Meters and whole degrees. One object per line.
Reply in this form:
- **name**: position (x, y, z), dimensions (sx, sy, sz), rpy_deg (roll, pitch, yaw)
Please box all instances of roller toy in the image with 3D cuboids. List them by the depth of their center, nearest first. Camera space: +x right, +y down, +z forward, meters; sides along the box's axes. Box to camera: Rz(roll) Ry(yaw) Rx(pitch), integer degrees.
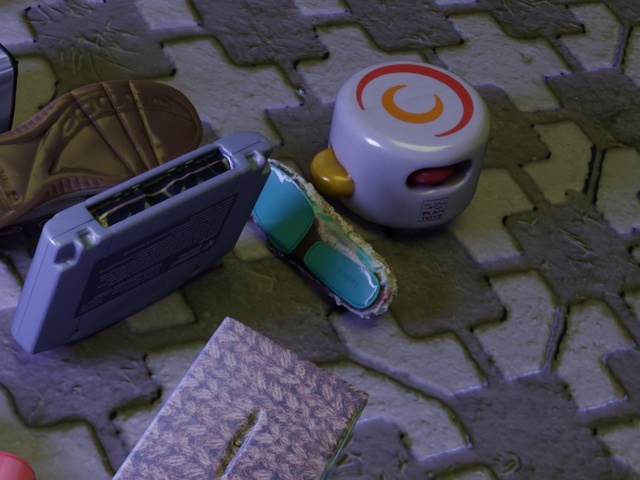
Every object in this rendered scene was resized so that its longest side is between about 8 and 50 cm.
- **roller toy**: position (0.104, -0.112, 1.827), dimensions (0.191, 0.146, 0.209), rpy_deg (21, 44, 13)

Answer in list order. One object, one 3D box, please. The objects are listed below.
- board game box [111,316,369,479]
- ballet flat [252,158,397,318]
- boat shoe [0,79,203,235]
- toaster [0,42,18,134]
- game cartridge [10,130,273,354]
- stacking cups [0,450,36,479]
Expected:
- **board game box**: position (-0.104, 0.256, 1.263), dimensions (0.141, 0.291, 0.232), rpy_deg (29, 42, 5)
- **ballet flat**: position (0.000, 0.000, 1.734), dimensions (0.241, 0.091, 0.077), rpy_deg (49, 18, 19)
- **boat shoe**: position (-0.291, -0.077, 1.633), dimensions (0.342, 0.123, 0.123), rpy_deg (-28, 88, -30)
- **toaster**: position (-0.416, -0.162, 1.634), dimensions (0.110, 0.168, 0.185), rpy_deg (-28, 62, -38)
- **game cartridge**: position (-0.186, 0.005, 1.544), dimensions (0.060, 0.196, 0.294), rpy_deg (44, 46, 20)
- **stacking cups**: position (-0.313, 0.320, 1.269), dimensions (0.096, 0.096, 0.316), rpy_deg (20, 38, -4)
